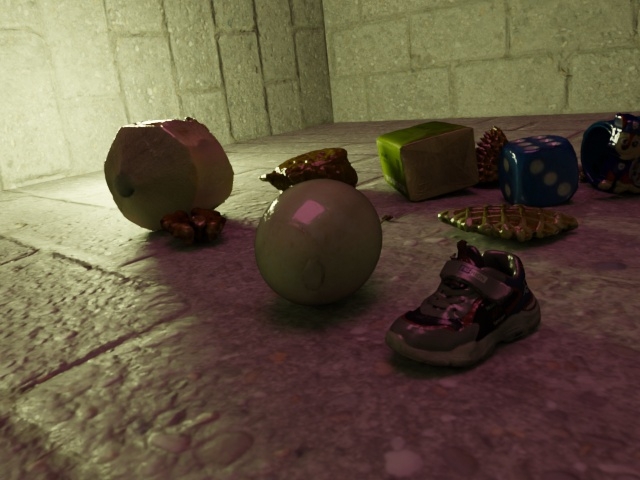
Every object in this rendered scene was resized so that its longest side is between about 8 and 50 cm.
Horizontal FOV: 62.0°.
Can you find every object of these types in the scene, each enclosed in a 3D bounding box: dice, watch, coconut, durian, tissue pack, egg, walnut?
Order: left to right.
[{"bbox_3d":[-0.401,-0.177,1.380,0.297,0.298,0.309,0,14,21],"label":"coconut"},{"bbox_3d":[-0.292,-0.031,1.229,0.143,0.069,0.170,-11,19,-20],"label":"walnut"},{"bbox_3d":[0.000,0.000,0.815,0.186,0.187,0.253,-1,20,18],"label":"egg"},{"bbox_3d":[0.290,-0.229,1.478,0.200,0.167,0.275,-15,18,-2],"label":"tissue pack"},{"bbox_3d":[0.481,-0.224,1.513,0.186,0.154,0.260,-37,-2,8],"label":"durian"},{"bbox_3d":[0.502,-0.160,1.241,0.146,0.146,0.143,-10,19,1],"label":"dice"},{"bbox_3d":[0.703,-0.208,1.250,0.171,0.196,0.200,2,23,-7],"label":"watch"}]

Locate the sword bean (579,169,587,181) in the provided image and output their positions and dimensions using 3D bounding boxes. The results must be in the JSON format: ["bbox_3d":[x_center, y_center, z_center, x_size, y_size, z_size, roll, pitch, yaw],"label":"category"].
[{"bbox_3d":[0.792,-0.195,1.433,0.269,0.038,0.043,-14,-7,-23],"label":"sword bean"}]

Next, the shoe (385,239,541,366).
[{"bbox_3d":[0.179,0.067,0.643,0.227,0.126,0.099,-14,21,-30],"label":"shoe"}]

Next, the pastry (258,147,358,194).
[{"bbox_3d":[-0.015,-0.179,1.546,0.240,0.132,0.235,0,25,41],"label":"pastry"}]

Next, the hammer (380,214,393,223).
[{"bbox_3d":[0.129,-0.034,1.185,0.029,0.014,0.123,-6,17,31],"label":"hammer"}]

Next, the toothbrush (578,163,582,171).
[{"bbox_3d":[0.700,-0.198,1.492,0.307,0.025,0.029,-9,25,-7],"label":"toothbrush"}]

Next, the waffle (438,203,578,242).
[{"bbox_3d":[0.363,-0.039,1.041,0.214,0.054,0.208,-8,13,-26],"label":"waffle"}]
